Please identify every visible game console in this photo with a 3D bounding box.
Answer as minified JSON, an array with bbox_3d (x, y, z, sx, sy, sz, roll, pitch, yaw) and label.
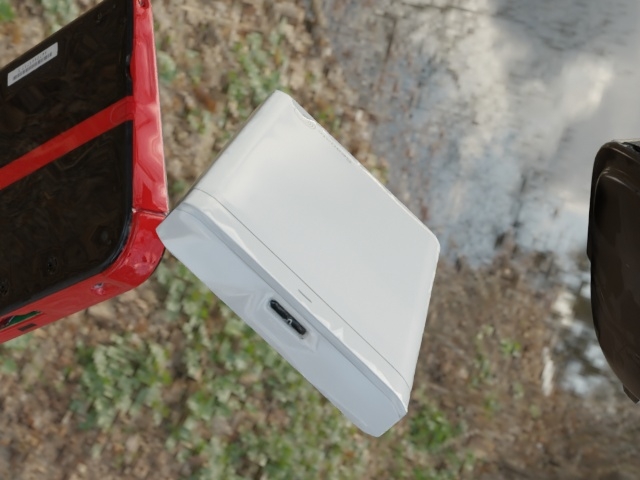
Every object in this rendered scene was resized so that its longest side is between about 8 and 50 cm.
[{"bbox_3d":[-0.317,-0.075,1.449,0.060,0.386,0.342,18,60,-44],"label":"game console"}]

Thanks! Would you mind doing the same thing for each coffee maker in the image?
[{"bbox_3d":[0.223,-0.015,0.585,0.178,0.120,0.171,-7,91,-13],"label":"coffee maker"}]

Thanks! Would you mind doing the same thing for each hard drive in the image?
[{"bbox_3d":[0.000,0.000,1.083,0.047,0.233,0.353,-44,-172,20],"label":"hard drive"}]
